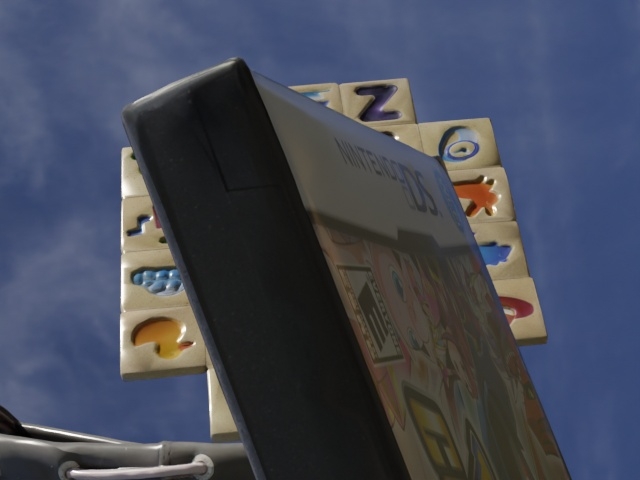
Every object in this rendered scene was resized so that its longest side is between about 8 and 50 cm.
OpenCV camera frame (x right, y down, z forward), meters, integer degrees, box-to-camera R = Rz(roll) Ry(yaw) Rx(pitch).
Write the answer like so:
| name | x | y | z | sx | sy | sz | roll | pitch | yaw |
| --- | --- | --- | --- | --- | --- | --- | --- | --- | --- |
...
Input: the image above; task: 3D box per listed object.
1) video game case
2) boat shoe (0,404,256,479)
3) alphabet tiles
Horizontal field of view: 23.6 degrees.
| name | x | y | z | sx | sy | sz | roll | pitch | yaw |
| --- | --- | --- | --- | --- | --- | --- | --- | --- | --- |
| video game case | 0.049 | 0.094 | 0.441 | 0.275 | 0.035 | 0.248 | 69 | -167 | 8 |
| boat shoe | -0.139 | 0.105 | 0.720 | 0.112 | 0.335 | 0.096 | 10 | -89 | -60 |
| alphabet tiles | 0.000 | 0.000 | 1.093 | 0.342 | 0.285 | 0.011 | -97 | 3 | -45 |
